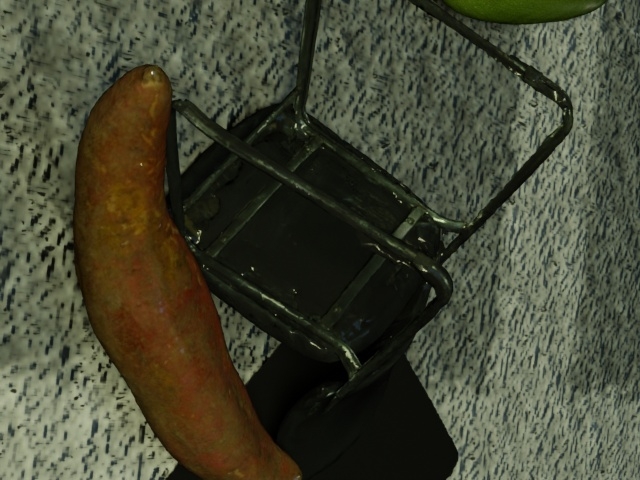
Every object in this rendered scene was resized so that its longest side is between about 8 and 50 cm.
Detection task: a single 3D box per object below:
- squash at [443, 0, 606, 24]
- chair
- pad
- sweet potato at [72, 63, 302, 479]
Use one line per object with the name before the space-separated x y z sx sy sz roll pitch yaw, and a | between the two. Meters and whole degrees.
squash | 0.130 -0.165 0.842 0.201 0.066 0.066 -10 100 -55
chair | 0.000 0.000 0.675 0.140 0.145 0.221 -49 170 -37
pad | -0.021 0.153 0.732 0.265 0.009 0.160 -49 124 -35
sweet potato | -0.070 0.029 0.615 0.058 0.078 0.255 -51 140 -40
